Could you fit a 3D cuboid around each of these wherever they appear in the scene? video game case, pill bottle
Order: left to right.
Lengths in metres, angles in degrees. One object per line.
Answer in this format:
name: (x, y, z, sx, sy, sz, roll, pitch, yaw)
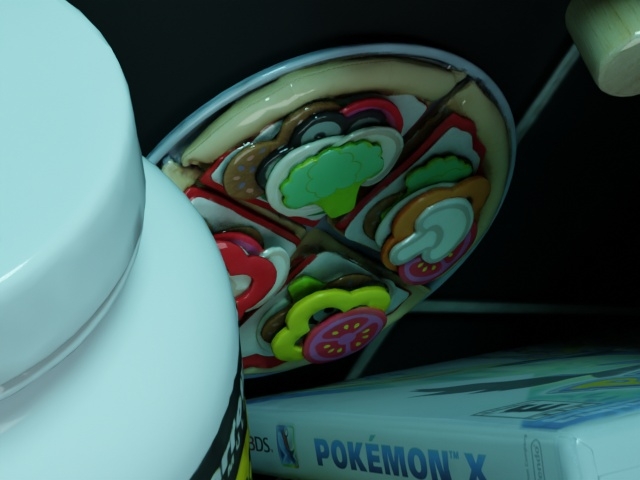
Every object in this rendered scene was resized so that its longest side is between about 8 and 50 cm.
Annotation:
pill bottle: (-0.117, 0.077, 0.495, 0.188, 0.188, 0.334, -19, 143, -14)
video game case: (0.156, 0.065, 0.645, 0.329, 0.036, 0.300, -9, 179, -27)

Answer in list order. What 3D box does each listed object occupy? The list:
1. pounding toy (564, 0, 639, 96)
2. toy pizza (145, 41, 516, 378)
pounding toy: (0.099, -0.150, 0.450, 0.181, 0.094, 0.206, -12, 140, -17)
toy pizza: (0.000, 0.000, 0.616, 0.201, 0.032, 0.201, -18, 142, -15)
